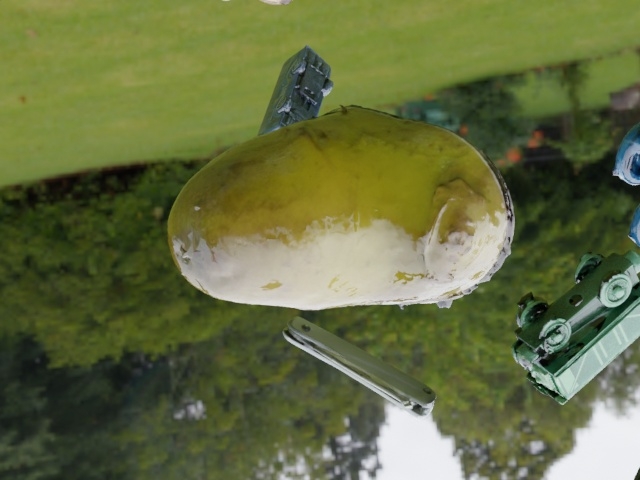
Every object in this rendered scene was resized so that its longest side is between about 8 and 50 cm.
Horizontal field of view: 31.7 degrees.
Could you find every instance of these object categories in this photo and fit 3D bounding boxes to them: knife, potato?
[{"bbox_3d":[0.059,0.199,1.774,0.265,0.041,0.073,30,-160,9],"label":"knife"},{"bbox_3d":[0.000,0.000,1.458,0.397,0.290,0.296,27,-142,35],"label":"potato"}]

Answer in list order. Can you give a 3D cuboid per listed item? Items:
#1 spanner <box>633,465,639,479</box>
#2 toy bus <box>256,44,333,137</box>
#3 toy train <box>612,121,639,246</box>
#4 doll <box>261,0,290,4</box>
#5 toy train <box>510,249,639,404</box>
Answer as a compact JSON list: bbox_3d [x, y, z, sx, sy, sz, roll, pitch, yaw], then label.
[{"bbox_3d":[0.449,0.232,1.528,0.087,0.316,0.024,-10,-166,-31],"label":"spanner"},{"bbox_3d":[-0.043,-0.238,1.982,0.079,0.236,0.094,35,136,-20],"label":"toy bus"},{"bbox_3d":[0.608,-0.097,1.732,0.265,0.300,0.188,-37,-141,-15],"label":"toy train"},{"bbox_3d":[0.005,-0.291,0.847,0.278,0.119,0.154,-44,162,13],"label":"doll"},{"bbox_3d":[0.426,0.126,1.841,0.269,0.154,0.115,-40,-141,-10],"label":"toy train"}]
